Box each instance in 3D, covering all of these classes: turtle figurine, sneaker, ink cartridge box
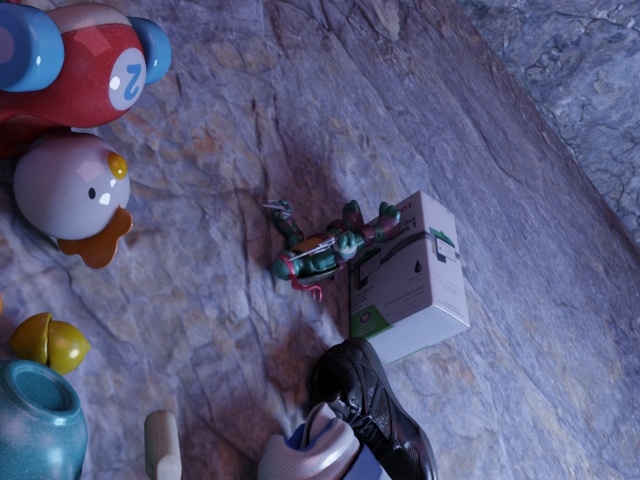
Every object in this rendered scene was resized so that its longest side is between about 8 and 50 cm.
[{"bbox_3d":[0.000,0.000,0.969,0.175,0.118,0.234,28,34,36],"label":"turtle figurine"},{"bbox_3d":[0.059,0.243,0.875,0.130,0.087,0.228,-15,72,-52],"label":"sneaker"},{"bbox_3d":[0.129,0.055,1.039,0.092,0.160,0.219,32,41,-33],"label":"ink cartridge box"},{"bbox_3d":[0.065,0.301,0.792,0.322,0.130,0.236,7,63,-42],"label":"sneaker"}]

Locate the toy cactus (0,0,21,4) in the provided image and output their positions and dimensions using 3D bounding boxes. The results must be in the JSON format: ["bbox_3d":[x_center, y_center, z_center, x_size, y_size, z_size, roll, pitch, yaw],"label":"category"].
[{"bbox_3d":[-0.409,-0.271,0.709,0.219,0.112,0.181,1,82,-53],"label":"toy cactus"}]

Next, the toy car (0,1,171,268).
[{"bbox_3d":[-0.244,-0.091,0.681,0.238,0.210,0.219,68,22,-7],"label":"toy car"}]

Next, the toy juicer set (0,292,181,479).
[{"bbox_3d":[-0.234,0.142,0.551,0.329,0.089,0.209,39,5,-3],"label":"toy juicer set"}]
